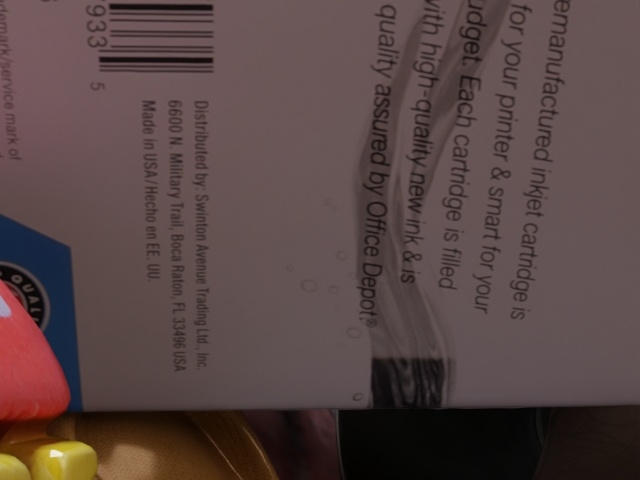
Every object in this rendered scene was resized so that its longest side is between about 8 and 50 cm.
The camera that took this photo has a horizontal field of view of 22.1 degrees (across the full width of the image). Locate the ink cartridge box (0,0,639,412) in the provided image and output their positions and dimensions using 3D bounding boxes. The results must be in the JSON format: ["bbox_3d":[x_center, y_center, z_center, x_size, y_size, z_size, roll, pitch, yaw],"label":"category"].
[{"bbox_3d":[0.012,-0.084,0.672,0.394,0.286,0.166,0,37,-4],"label":"ink cartridge box"}]

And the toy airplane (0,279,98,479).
[{"bbox_3d":[-0.095,0.204,0.501,0.384,0.272,0.386,56,26,-29],"label":"toy airplane"}]

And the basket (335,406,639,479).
[{"bbox_3d":[0.142,0.089,0.912,0.226,0.154,0.204,13,79,-42],"label":"basket"}]

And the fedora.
[{"bbox_3d":[-0.082,0.110,0.746,0.194,0.079,0.194,24,48,-29],"label":"fedora"}]
